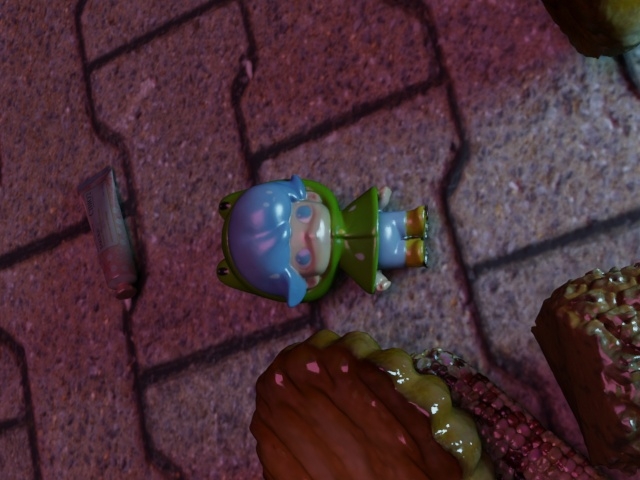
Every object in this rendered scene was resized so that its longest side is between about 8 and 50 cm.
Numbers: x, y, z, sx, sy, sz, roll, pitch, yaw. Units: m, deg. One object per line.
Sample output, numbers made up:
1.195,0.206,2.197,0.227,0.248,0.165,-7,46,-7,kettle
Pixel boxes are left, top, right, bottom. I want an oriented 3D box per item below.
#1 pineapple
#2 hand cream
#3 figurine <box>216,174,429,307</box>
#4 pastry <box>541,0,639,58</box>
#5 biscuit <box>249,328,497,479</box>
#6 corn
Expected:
0.402,0.096,0.813,0.362,0.202,0.202,-14,74,5,pineapple
-0.308,-0.012,1.251,0.067,0.043,0.210,-32,63,18,hand cream
0.000,0.000,1.046,0.263,0.143,0.162,0,88,9,figurine
0.286,-0.289,0.908,0.093,0.182,0.192,-31,106,8,pastry
0.060,0.244,0.928,0.325,0.107,0.326,20,120,39,biscuit
0.196,0.218,0.927,0.280,0.092,0.092,37,98,25,corn
